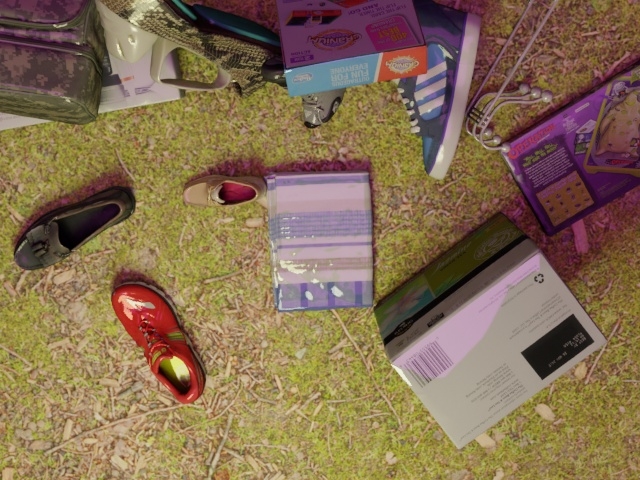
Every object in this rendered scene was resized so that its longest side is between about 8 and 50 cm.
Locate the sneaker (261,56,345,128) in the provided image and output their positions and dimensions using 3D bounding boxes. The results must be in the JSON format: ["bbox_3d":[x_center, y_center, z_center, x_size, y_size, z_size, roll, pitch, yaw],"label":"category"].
[{"bbox_3d":[-0.025,-0.266,1.790,0.086,0.228,0.132,28,117,36],"label":"sneaker"}]

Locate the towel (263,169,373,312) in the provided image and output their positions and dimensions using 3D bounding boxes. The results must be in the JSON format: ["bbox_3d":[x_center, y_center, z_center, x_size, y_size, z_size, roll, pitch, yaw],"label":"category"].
[{"bbox_3d":[0.000,0.000,1.924,0.209,0.034,0.285,-3,103,0],"label":"towel"}]

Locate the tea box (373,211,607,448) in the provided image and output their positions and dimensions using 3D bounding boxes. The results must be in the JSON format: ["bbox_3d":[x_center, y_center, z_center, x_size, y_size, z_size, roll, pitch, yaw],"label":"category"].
[{"bbox_3d":[0.300,0.154,1.817,0.329,0.323,0.220,-38,101,6],"label":"tea box"}]

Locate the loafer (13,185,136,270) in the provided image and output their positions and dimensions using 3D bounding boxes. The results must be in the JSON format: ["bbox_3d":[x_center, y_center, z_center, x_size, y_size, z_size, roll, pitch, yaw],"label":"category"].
[{"bbox_3d":[-0.485,-0.022,1.880,0.267,0.084,0.096,-30,102,5],"label":"loafer"}]

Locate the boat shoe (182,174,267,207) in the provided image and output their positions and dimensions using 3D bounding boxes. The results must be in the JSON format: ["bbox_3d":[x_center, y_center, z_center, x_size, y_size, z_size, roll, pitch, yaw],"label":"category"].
[{"bbox_3d":[-0.191,-0.094,1.876,0.170,0.059,0.063,-6,103,12],"label":"boat shoe"}]

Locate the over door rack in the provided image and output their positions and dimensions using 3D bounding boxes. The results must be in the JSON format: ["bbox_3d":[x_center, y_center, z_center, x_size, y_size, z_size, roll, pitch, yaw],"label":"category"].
[{"bbox_3d":[0.364,-0.324,1.757,0.108,0.239,0.324,18,102,-3],"label":"over door rack"}]

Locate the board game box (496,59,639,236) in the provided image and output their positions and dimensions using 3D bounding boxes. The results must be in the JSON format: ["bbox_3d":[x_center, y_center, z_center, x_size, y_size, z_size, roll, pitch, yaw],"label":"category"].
[{"bbox_3d":[0.543,-0.183,1.893,0.346,0.056,0.208,-31,106,5],"label":"board game box"}]

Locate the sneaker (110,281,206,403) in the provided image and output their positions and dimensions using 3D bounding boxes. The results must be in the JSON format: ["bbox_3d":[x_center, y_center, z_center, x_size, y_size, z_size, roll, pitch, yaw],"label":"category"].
[{"bbox_3d":[-0.313,0.201,1.917,0.107,0.118,0.279,-34,101,5],"label":"sneaker"}]

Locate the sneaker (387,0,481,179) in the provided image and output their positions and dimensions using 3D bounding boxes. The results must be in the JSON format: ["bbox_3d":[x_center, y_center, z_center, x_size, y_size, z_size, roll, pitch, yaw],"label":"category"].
[{"bbox_3d":[0.159,-0.291,1.827,0.236,0.130,0.323,12,105,4],"label":"sneaker"}]

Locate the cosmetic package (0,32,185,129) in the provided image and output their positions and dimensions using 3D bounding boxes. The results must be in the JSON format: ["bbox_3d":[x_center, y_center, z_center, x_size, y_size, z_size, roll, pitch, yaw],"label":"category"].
[{"bbox_3d":[-0.464,-0.371,1.801,0.377,0.097,0.285,-10,100,1],"label":"cosmetic package"}]

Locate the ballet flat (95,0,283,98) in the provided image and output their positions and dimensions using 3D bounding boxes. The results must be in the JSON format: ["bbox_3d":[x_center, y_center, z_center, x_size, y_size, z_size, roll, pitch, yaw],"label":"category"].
[{"bbox_3d":[-0.252,-0.355,1.668,0.482,0.164,0.182,21,110,-51],"label":"ballet flat"}]

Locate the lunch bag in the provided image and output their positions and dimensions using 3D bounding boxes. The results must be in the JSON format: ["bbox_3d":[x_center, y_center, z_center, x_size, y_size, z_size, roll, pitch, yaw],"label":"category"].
[{"bbox_3d":[-0.518,-0.355,1.658,0.305,0.212,0.256,8,84,-4],"label":"lunch bag"}]

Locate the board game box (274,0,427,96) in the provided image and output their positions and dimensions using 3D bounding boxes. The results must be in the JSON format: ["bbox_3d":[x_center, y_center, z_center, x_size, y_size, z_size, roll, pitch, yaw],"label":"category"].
[{"bbox_3d":[0.041,-0.399,1.709,0.242,0.317,0.064,-9,141,1],"label":"board game box"}]
